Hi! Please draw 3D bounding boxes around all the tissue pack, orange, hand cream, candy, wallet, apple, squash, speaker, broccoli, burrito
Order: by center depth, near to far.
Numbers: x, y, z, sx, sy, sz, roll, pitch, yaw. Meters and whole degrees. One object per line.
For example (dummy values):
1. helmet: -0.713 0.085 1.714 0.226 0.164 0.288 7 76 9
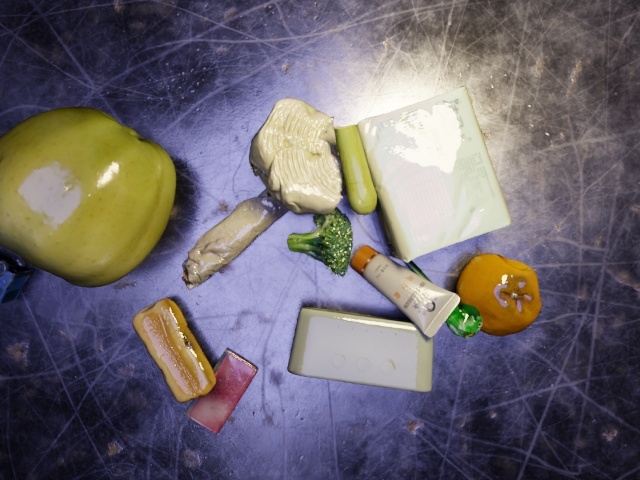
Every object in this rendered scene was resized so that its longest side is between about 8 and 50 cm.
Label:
1. apple: -0.612 -0.118 1.351 0.474 0.473 0.473 0 91 -2
2. squash: 0.095 -0.187 1.402 0.083 0.083 0.250 -15 105 -1
3. hand cream: 0.225 0.135 1.487 0.314 0.089 0.139 33 81 23
4. tissue pack: 0.304 -0.181 1.488 0.332 0.205 0.404 -19 91 -1
5. broccoli: 0.000 0.000 1.502 0.194 0.194 0.219 8 61 -2
6. speaker: 0.118 0.307 1.507 0.406 0.183 0.184 8 86 -1
7. candy: 0.332 0.148 1.509 0.097 0.097 0.323 -40 59 -1
8. orange: 0.516 0.160 1.511 0.249 0.183 0.248 0 91 -1
9. burrito: -0.260 -0.015 1.542 0.392 0.076 0.117 -41 83 -2
10. wallet: -0.296 0.453 1.572 0.119 0.025 0.232 32 91 -3

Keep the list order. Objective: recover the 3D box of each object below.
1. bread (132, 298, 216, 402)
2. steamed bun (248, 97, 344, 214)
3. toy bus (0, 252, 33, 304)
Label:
1. bread: -0.422 0.320 1.528 0.142 0.091 0.305 -30 87 6
2. steamed bun: -0.067 -0.222 1.481 0.275 0.206 0.319 -5 85 -18
3. toy bus: -0.974 0.079 1.501 0.234 0.116 0.133 29 93 -4
